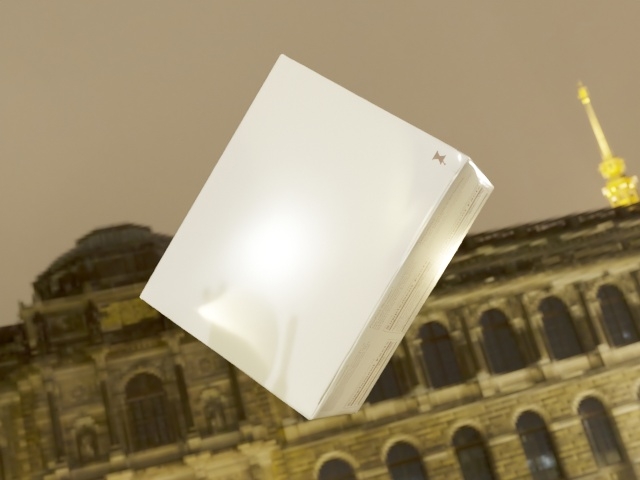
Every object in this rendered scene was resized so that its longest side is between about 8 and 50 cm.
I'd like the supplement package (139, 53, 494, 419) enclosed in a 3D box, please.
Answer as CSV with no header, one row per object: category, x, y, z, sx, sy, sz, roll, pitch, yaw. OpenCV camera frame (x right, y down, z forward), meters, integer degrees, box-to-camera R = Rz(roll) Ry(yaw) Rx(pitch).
supplement package,0.000,0.000,0.868,0.262,0.204,0.145,-59,-20,3
